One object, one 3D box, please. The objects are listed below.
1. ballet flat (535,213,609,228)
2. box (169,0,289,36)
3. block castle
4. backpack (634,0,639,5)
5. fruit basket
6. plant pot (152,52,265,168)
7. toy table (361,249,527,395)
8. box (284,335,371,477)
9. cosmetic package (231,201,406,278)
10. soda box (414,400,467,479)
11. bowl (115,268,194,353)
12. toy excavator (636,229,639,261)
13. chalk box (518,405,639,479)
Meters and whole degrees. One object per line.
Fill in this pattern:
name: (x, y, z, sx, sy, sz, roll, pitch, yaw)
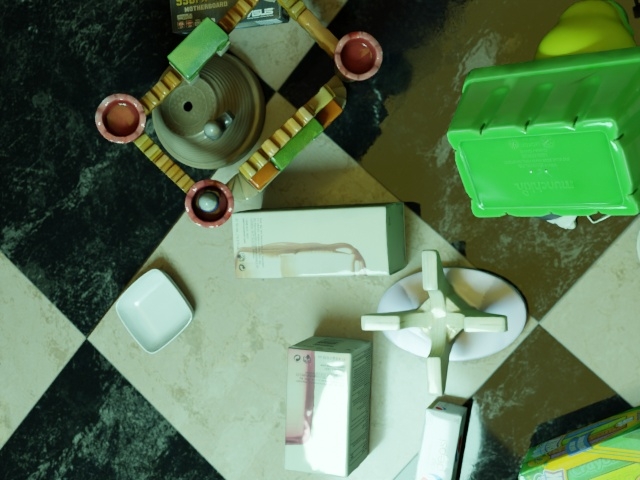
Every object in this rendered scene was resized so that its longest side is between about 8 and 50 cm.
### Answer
ballet flat: (0.454, -0.059, 1.651, 0.203, 0.074, 0.074, -16, 88, 14)
box: (-0.181, -0.503, 1.835, 0.231, 0.056, 0.183, -3, 93, 18)
block castle: (-0.138, -0.263, 1.670, 0.453, 0.213, 0.303, -45, 95, -3)
backpack: (0.664, -0.499, 1.494, 0.263, 0.213, 0.276, 12, 94, 6)
fruit basket: (0.428, -0.219, 1.567, 0.392, 0.392, 0.283, -14, 116, 18)
plant pot: (-0.234, -0.257, 1.840, 0.237, 0.110, 0.237, 1, 93, 17)
toy table: (0.220, 0.137, 1.690, 0.274, 0.161, 0.252, -14, 89, 19)
box: (0.015, 0.306, 1.770, 0.127, 0.148, 0.232, 4, 94, 18)
cosmetic package: (0.000, 0.000, 1.758, 0.296, 0.153, 0.129, -2, 93, 20)
soda box: (0.217, 0.412, 1.750, 0.069, 0.074, 0.216, 11, 97, 17)
bowl: (-0.331, 0.141, 1.922, 0.142, 0.053, 0.142, -41, 82, 16)
toy excavator: (0.784, 0.016, 1.450, 0.433, 0.222, 0.445, -46, 69, 9)
chalk box: (0.454, 0.432, 1.620, 0.289, 0.179, 0.180, -27, 84, 17)
